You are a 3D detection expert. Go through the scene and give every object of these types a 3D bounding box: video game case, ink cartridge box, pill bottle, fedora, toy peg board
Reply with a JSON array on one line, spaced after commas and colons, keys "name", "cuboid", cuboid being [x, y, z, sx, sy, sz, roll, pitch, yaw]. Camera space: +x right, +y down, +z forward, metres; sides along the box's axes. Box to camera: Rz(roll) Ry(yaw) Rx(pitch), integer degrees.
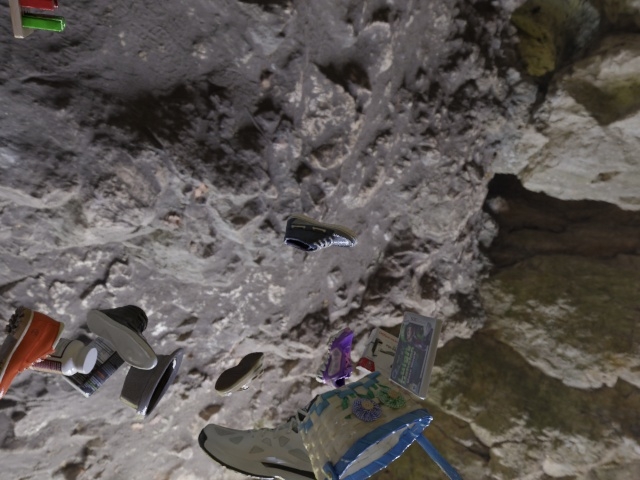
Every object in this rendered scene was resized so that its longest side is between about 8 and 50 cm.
[{"name": "video game case", "cuboid": [0.239, 0.283, 1.128, 0.173, 0.022, 0.190, 170, -65, -75]}, {"name": "ink cartridge box", "cuboid": [0.186, 0.352, 1.364, 0.135, 0.099, 0.056, -62, 179, -23]}, {"name": "pill bottle", "cuboid": [-0.642, 0.284, 1.090, 0.086, 0.152, 0.085, -170, -90, -89]}, {"name": "pill bottle", "cuboid": [-0.738, 0.396, 1.506, 0.245, 0.131, 0.130, -48, 151, -34]}, {"name": "fedora", "cuboid": [-0.596, 0.476, 1.529, 0.275, 0.125, 0.243, -67, -179, -60]}, {"name": "toy peg board", "cuboid": [-0.553, -0.486, 0.864, 0.079, 0.161, 0.160, -4, 119, -25]}]

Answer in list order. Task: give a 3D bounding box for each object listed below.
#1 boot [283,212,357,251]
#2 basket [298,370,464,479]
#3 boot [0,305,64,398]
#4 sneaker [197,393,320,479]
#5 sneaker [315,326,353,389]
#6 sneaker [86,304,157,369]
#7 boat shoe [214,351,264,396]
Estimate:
[{"name": "boot", "cuboid": [0.000, 0.000, 1.116, 0.069, 0.190, 0.086, 114, -11, -49]}, {"name": "basket", "cuboid": [0.111, 0.411, 0.837, 0.255, 0.289, 0.201, -6, 136, -44]}, {"name": "boot", "cuboid": [-0.491, 0.196, 0.733, 0.085, 0.059, 0.157, 39, 68, -48]}, {"name": "sneaker", "cuboid": [-0.107, 0.548, 1.285, 0.169, 0.449, 0.257, 133, -23, -81]}, {"name": "sneaker", "cuboid": [0.071, 0.402, 1.481, 0.095, 0.105, 0.236, -5, 121, -47]}, {"name": "sneaker", "cuboid": [-0.576, 0.286, 1.383, 0.147, 0.296, 0.104, -15, 127, -59]}, {"name": "boat shoe", "cuboid": [-0.294, 0.523, 1.681, 0.302, 0.109, 0.098, -28, 111, -71]}]
